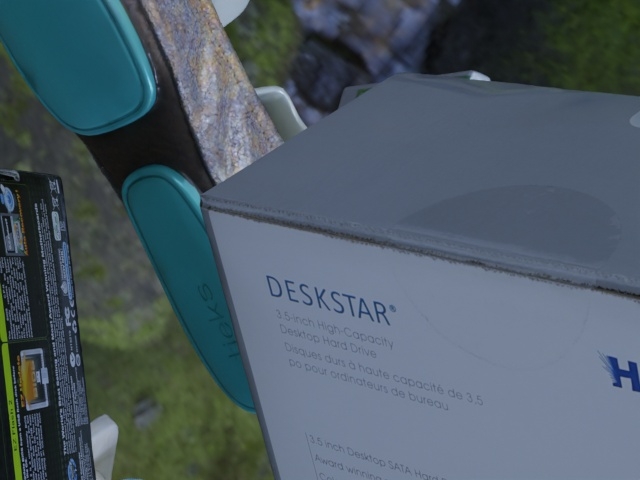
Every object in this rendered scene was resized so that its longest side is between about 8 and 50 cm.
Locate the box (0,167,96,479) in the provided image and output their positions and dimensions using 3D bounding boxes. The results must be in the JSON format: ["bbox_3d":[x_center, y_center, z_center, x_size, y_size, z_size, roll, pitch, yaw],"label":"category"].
[{"bbox_3d":[-0.123,0.070,0.577,0.045,0.184,0.190,-7,89,15],"label":"box"}]

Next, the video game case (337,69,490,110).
[{"bbox_3d":[0.048,-0.036,1.430,0.023,0.212,0.193,19,82,-26],"label":"video game case"}]

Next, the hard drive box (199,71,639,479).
[{"bbox_3d":[0.083,0.084,0.476,0.089,0.181,0.232,-35,123,-37],"label":"hard drive box"}]

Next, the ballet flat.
[{"bbox_3d":[-0.066,-0.067,0.853,0.106,0.107,0.316,-41,114,-39],"label":"ballet flat"}]

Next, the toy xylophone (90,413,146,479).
[{"bbox_3d":[-0.055,0.243,0.733,0.323,0.081,0.236,40,53,3],"label":"toy xylophone"}]
